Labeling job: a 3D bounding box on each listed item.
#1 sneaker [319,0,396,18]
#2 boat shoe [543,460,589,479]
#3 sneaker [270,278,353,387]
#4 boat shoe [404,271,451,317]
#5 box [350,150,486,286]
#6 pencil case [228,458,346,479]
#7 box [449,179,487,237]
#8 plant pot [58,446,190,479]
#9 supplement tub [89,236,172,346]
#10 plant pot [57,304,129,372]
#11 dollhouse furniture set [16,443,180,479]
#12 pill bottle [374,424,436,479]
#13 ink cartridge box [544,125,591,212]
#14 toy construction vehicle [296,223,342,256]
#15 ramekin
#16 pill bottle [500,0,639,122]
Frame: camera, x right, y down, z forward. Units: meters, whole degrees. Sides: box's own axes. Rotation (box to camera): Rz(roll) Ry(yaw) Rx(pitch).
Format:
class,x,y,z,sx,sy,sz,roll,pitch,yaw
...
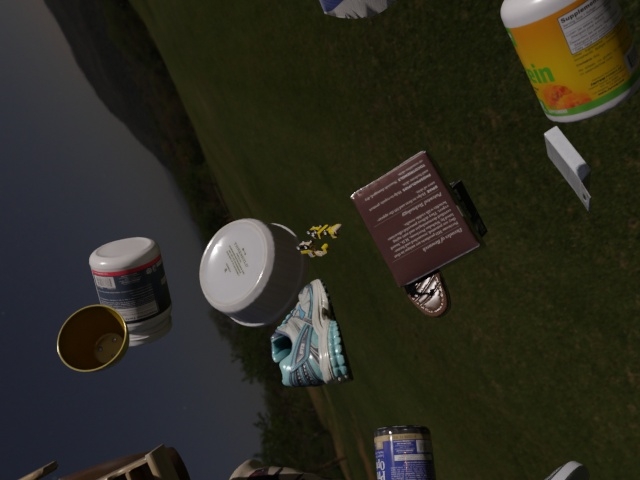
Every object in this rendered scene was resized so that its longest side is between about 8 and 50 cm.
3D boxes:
class,x,y,z,sx,sy,sz,roll,pitch,yaw
sneaker,0.140,-0.533,0.987,0.182,0.316,0.127,-84,-23,-45
boat shoe,0.438,0.577,1.108,0.113,0.306,0.105,46,168,-26
sneaker,-0.031,0.153,0.916,0.283,0.122,0.110,-113,9,-72
boat shoe,0.240,0.075,1.252,0.095,0.095,0.257,24,-148,-48
box,0.194,-0.037,1.033,0.203,0.167,0.168,62,-163,11
pencil case,0.028,0.495,0.885,0.183,0.411,0.159,-48,-36,-69
box,0.286,-0.049,1.289,0.180,0.077,0.147,-14,110,54
plant pot,-0.408,0.555,1.146,0.215,0.230,0.215,32,133,42
supplement tub,-0.537,0.144,1.521,0.191,0.191,0.272,-134,35,-63
plant pot,-0.445,0.209,1.073,0.134,0.134,0.095,61,169,24
dollhouse furniture set,-0.306,0.386,0.689,0.212,0.161,0.242,63,-171,6
pill bottle,0.179,0.503,1.093,0.122,0.123,0.219,84,-176,-63
ink cartridge box,0.728,-0.200,1.516,0.223,0.045,0.224,17,-137,-63
toy construction vehicle,0.000,0.000,1.087,0.098,0.086,0.035,-7,120,47
ramekin,-0.175,0.070,1.290,0.127,0.273,0.272,29,-156,-51
pill bottle,0.336,-0.300,0.731,0.245,0.136,0.136,53,176,-23
